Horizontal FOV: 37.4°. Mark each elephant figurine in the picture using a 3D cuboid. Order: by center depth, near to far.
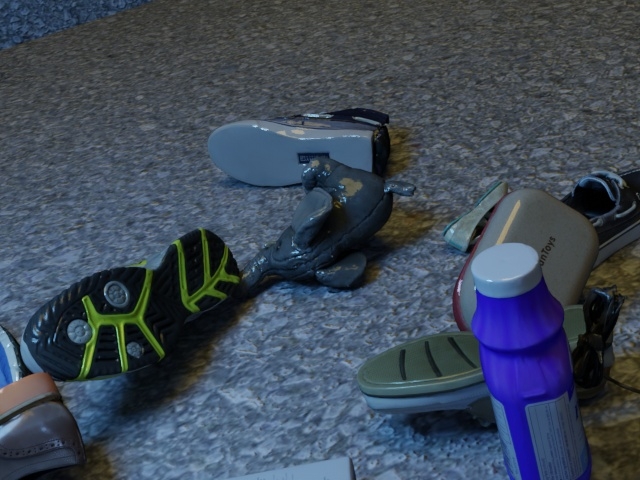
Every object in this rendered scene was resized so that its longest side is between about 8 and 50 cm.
[{"bbox_3d":[0.000,0.000,1.435,0.169,0.186,0.239,31,53,5],"label":"elephant figurine"}]

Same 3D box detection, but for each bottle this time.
[{"bbox_3d":[0.215,0.136,0.974,0.092,0.283,0.118,-13,29,10],"label":"bottle"}]

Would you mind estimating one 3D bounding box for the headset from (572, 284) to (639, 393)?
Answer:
[{"bbox_3d":[0.464,0.131,0.998,0.394,0.185,0.243,3,31,1],"label":"headset"}]

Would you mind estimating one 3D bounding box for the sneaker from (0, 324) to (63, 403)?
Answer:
[{"bbox_3d":[-0.471,0.192,1.301,0.147,0.130,0.330,-42,37,-19],"label":"sneaker"}]

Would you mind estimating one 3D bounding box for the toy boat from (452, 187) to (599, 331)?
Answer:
[{"bbox_3d":[0.258,0.053,1.257,0.151,0.151,0.231,32,64,0],"label":"toy boat"}]

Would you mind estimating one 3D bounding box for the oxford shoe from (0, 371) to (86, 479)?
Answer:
[{"bbox_3d":[-0.440,0.302,1.078,0.363,0.133,0.130,-34,-11,-4],"label":"oxford shoe"}]

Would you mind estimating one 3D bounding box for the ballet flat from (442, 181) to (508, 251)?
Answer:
[{"bbox_3d":[0.256,-0.033,1.486,0.052,0.057,0.168,39,56,19],"label":"ballet flat"}]

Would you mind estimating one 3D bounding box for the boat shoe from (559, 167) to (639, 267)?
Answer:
[{"bbox_3d":[0.417,-0.053,1.400,0.301,0.102,0.108,-31,35,-29],"label":"boat shoe"}]

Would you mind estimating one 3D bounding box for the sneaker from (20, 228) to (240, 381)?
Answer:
[{"bbox_3d":[-0.263,0.109,1.307,0.147,0.145,0.384,-33,-3,34],"label":"sneaker"}]

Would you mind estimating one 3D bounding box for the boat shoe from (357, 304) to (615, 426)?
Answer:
[{"bbox_3d":[0.198,0.165,1.108,0.302,0.103,0.113,-11,25,1],"label":"boat shoe"}]

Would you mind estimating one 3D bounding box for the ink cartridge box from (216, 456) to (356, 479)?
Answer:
[{"bbox_3d":[-0.066,0.331,0.979,0.224,0.045,0.223,-10,30,4],"label":"ink cartridge box"}]

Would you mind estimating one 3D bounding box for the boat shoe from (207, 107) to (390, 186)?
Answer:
[{"bbox_3d":[-0.028,-0.182,1.768,0.340,0.127,0.158,7,28,14],"label":"boat shoe"}]
